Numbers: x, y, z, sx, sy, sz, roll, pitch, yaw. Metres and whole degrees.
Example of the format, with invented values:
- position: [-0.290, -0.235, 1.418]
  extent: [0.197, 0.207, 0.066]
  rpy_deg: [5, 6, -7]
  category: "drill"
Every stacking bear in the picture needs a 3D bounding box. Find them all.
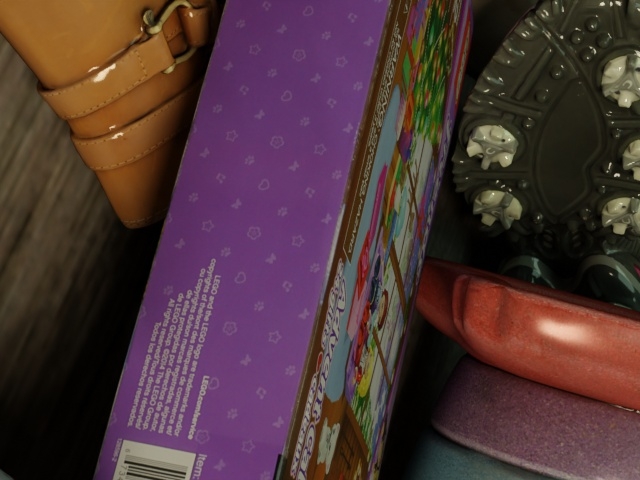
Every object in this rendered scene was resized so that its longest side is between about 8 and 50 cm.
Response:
- position: [0.090, 0.169, 0.648]
  extent: [0.175, 0.164, 0.289]
  rpy_deg: [-153, -102, -83]
  category: "stacking bear"

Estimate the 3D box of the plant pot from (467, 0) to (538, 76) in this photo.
- position: [0.212, -0.239, 0.727]
  extent: [0.323, 0.280, 0.323]
  rpy_deg: [-2, 92, -57]
  category: "plant pot"

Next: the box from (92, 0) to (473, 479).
- position: [0.000, 0.000, 0.541]
  extent: [0.201, 0.057, 0.293]
  rpy_deg: [72, 29, -68]
  category: "box"

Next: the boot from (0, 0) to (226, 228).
- position: [-0.082, -0.071, 0.476]
  extent: [0.197, 0.073, 0.152]
  rpy_deg: [-38, 126, -45]
  category: "boot"

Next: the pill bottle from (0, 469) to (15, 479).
- position: [-0.111, 0.100, 0.337]
  extent: [0.219, 0.122, 0.123]
  rpy_deg: [43, 54, -27]
  category: "pill bottle"

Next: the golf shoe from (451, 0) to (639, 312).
- position: [0.125, -0.042, 0.733]
  extent: [0.273, 0.105, 0.120]
  rpy_deg: [82, 19, -54]
  category: "golf shoe"
